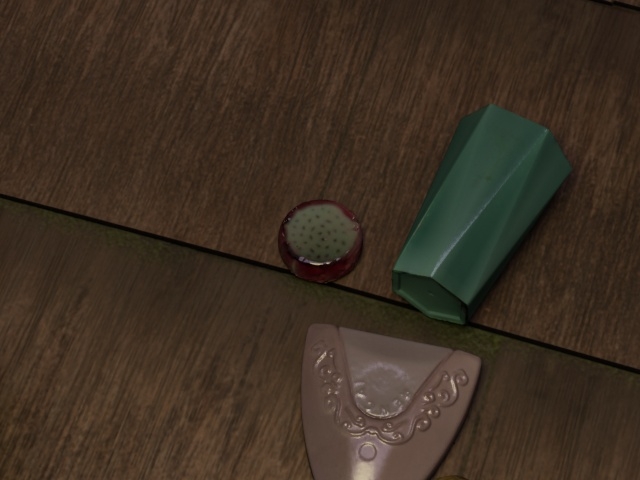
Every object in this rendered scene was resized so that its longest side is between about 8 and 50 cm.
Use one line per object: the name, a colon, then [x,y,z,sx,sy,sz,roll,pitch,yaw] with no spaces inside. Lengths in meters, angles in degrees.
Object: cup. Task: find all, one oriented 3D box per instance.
cup: [0.183,-0.022,1.981,0.148,0.134,0.235,22,68,16]

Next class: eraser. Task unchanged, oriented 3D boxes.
eraser: [0.062,0.216,1.887,0.204,0.059,0.243,10,63,6]

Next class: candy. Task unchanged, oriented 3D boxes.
candy: [0.000,0.000,2.014,0.103,0.043,0.103,-1,62,1]

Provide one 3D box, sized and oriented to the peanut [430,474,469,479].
peanut: [0.096,0.328,1.816,0.193,0.089,0.089,-34,66,-12]
